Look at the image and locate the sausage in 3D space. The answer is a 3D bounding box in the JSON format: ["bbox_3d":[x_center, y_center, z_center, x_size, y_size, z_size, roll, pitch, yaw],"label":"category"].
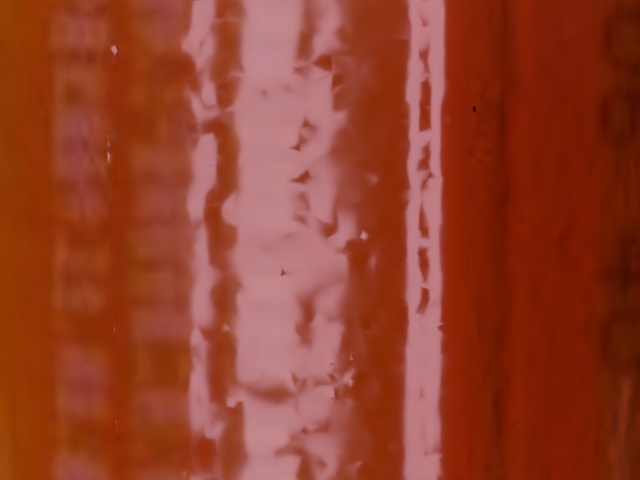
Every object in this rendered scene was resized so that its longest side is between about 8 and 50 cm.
[{"bbox_3d":[0.000,0.000,0.595,0.233,0.233,0.287,3,96,16],"label":"sausage"}]
